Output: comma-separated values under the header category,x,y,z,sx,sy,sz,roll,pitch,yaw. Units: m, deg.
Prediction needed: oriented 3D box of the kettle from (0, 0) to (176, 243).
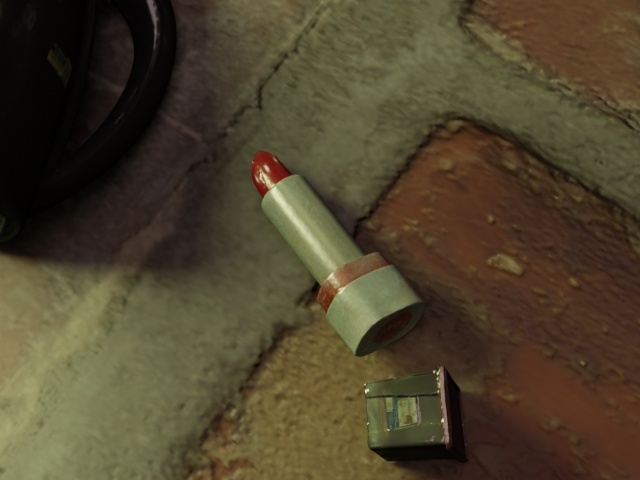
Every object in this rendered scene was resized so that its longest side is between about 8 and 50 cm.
category,x,y,z,sx,sy,sz,roll,pitch,yaw
kettle,-0.253,-0.155,1.050,0.268,0.207,0.290,26,65,-16

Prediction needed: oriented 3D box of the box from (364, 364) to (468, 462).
category,x,y,z,sx,sy,sz,roll,pitch,yaw
box,0.069,0.130,0.960,0.063,0.084,0.060,-9,72,12

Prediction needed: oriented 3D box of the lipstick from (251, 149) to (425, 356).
category,x,y,z,sx,sy,sz,roll,pitch,yaw
lipstick,0.000,0.001,1.026,0.063,0.057,0.186,-22,61,-31
